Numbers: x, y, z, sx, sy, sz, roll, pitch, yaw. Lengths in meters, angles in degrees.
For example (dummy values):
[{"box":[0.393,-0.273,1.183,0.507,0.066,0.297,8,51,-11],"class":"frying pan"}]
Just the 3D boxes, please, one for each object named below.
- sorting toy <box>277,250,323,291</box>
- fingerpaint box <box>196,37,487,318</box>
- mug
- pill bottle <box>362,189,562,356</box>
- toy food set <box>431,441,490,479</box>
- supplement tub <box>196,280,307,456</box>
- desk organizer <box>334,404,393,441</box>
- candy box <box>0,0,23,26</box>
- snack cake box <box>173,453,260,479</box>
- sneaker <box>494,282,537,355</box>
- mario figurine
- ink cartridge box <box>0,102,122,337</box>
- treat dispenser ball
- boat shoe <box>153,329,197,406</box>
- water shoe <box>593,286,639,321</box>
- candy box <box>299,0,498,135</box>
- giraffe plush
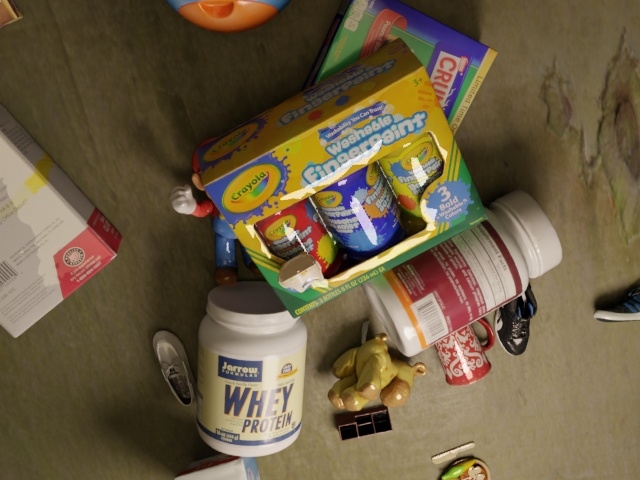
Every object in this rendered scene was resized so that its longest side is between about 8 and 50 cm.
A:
[{"box":[-0.032,0.066,1.549,0.083,0.045,0.075,-29,132,8],"class":"sorting toy"},{"box":[0.047,-0.108,1.570,0.444,0.163,0.371,-27,125,4],"class":"fingerpaint box"},{"box":[0.321,0.227,1.897,0.113,0.150,0.169,-14,108,36],"class":"mug"},{"box":[0.300,0.062,1.754,0.392,0.224,0.224,-28,109,-6],"class":"pill bottle"},{"box":[0.364,0.605,2.038,0.132,0.038,0.192,-23,109,1],"class":"toy food set"},{"box":[-0.149,0.272,1.769,0.235,0.235,0.325,1,107,-7],"class":"supplement tub"},{"box":[0.104,0.436,1.948,0.130,0.050,0.047,-11,108,-3],"class":"desk organizer"},{"box":[-0.690,-0.441,1.578,0.186,0.053,0.109,-25,108,3],"class":"candy box"},{"box":[-0.224,0.533,1.824,0.152,0.264,0.089,-14,82,-1],"class":"snack cake box"},{"box":[0.451,0.185,1.873,0.079,0.121,0.217,-10,108,-3],"class":"sneaker"},{"box":[-0.186,-0.057,1.688,0.170,0.198,0.321,7,120,34],"class":"mario figurine"},{"box":[-0.636,-0.046,1.651,0.279,0.160,0.385,-38,108,5],"class":"ink cartridge box"},{"box":[-0.170,-0.527,1.488,0.288,0.288,0.288,-2,108,-6],"class":"treat dispenser ball"},{"box":[-0.330,0.292,1.844,0.066,0.063,0.184,-14,109,-2],"class":"boat shoe"},{"box":[0.742,0.151,1.937,0.203,0.073,0.080,-3,81,-6],"class":"water shoe"},{"box":[0.154,-0.336,1.675,0.317,0.122,0.268,22,104,-14],"class":"candy box"},{"box":[0.141,0.315,1.877,0.170,0.181,0.210,34,66,-25],"class":"giraffe plush"}]
